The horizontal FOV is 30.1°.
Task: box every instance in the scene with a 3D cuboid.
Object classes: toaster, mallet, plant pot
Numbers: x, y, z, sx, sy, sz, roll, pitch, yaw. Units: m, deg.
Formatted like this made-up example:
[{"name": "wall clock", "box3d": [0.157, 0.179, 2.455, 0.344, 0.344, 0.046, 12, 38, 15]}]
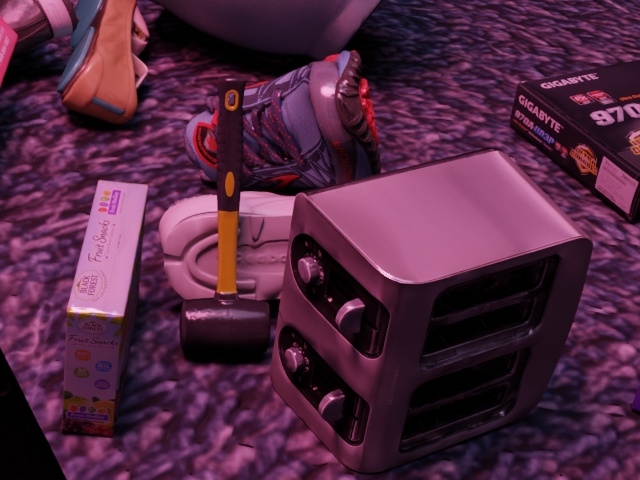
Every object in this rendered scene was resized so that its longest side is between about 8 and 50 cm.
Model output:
[{"name": "toaster", "box3d": [0.071, 0.041, 0.761, 0.186, 0.168, 0.110, -14, 44, -28]}, {"name": "mallet", "box3d": [-0.071, -0.013, 0.794, 0.062, 0.189, 0.039, -6, 13, -7]}, {"name": "plant pot", "box3d": [-0.011, -0.293, 1.142, 0.196, 0.293, 0.293, 38, 37, -5]}]

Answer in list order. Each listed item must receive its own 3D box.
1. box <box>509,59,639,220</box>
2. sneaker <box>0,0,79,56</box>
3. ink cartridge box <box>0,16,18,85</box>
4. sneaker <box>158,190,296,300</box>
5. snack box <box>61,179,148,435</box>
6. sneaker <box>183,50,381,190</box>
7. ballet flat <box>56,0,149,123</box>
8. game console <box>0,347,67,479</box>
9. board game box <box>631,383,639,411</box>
[{"name": "box", "box3d": [0.316, -0.103, 1.114, 0.220, 0.051, 0.175, -13, 41, -28]}, {"name": "sneaker", "box3d": [-0.325, -0.220, 1.102, 0.106, 0.078, 0.234, -38, 42, -22]}, {"name": "ink cartridge box", "box3d": [-0.369, -0.178, 0.860, 0.117, 0.283, 0.207, -30, 32, 18]}, {"name": "sneaker", "box3d": [0.000, 0.000, 0.876, 0.235, 0.090, 0.095, 7, 17, -11]}, {"name": "snack box", "box3d": [-0.138, 0.040, 0.766, 0.037, 0.100, 0.141, 6, 36, -5]}, {"name": "sneaker", "box3d": [-0.036, -0.070, 0.892, 0.125, 0.104, 0.262, -12, 0, -14]}, {"name": "ballet flat", "box3d": [-0.194, -0.177, 1.099, 0.073, 0.080, 0.232, 28, 32, -23]}, {"name": "game console", "box3d": [-0.333, 0.136, 0.638, 0.361, 0.044, 0.213, -14, 41, -28]}, {"name": "board game box", "box3d": [0.403, 0.053, 0.894, 0.233, 0.078, 0.347, 24, 38, 19]}]
